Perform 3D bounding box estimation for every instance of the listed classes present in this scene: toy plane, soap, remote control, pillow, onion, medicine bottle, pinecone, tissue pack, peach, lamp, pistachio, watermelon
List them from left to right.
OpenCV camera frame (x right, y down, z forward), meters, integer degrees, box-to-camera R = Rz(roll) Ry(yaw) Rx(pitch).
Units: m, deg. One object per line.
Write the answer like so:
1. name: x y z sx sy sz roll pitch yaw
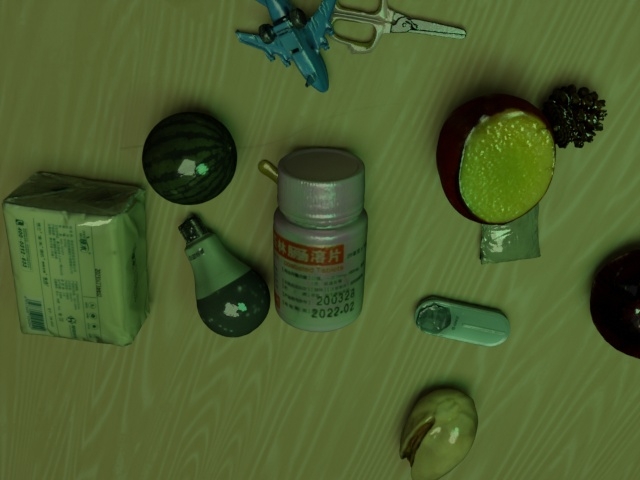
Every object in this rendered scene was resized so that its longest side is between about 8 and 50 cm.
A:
1. tissue pack: -0.577 0.048 1.825 0.297 0.207 0.381 8 119 3
2. watermelon: -0.287 -0.182 1.674 0.212 0.212 0.212 2 119 4
3. lamp: -0.262 0.101 1.861 0.314 0.182 0.182 45 115 -3
4. soap: -0.109 -0.155 1.781 0.089 0.012 0.034 37 116 -15
5. toy plane: -0.053 -0.426 1.572 0.254 0.105 0.271 -16 111 30
6. medicine bottle: 0.000 0.000 1.741 0.219 0.219 0.389 4 120 3
7. pistachio: 0.320 0.527 2.042 0.187 0.188 0.299 20 125 -6
8. remote control: 0.361 0.206 1.921 0.247 0.052 0.104 13 118 -2
9. peach: 0.358 -0.187 1.595 0.248 0.245 0.275 -28 131 -26
10. pillow: 0.444 -0.051 1.773 0.148 0.050 0.230 -7 119 1
11. pinecone: 0.541 -0.267 1.599 0.120 0.140 0.140 -19 119 -14
12. onion: 0.760 0.146 1.731 0.273 0.285 0.273 -1 86 20

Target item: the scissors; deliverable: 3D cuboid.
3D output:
1. scissors: 0.149 -0.457 1.582 0.317 0.024 0.160 10 119 0
